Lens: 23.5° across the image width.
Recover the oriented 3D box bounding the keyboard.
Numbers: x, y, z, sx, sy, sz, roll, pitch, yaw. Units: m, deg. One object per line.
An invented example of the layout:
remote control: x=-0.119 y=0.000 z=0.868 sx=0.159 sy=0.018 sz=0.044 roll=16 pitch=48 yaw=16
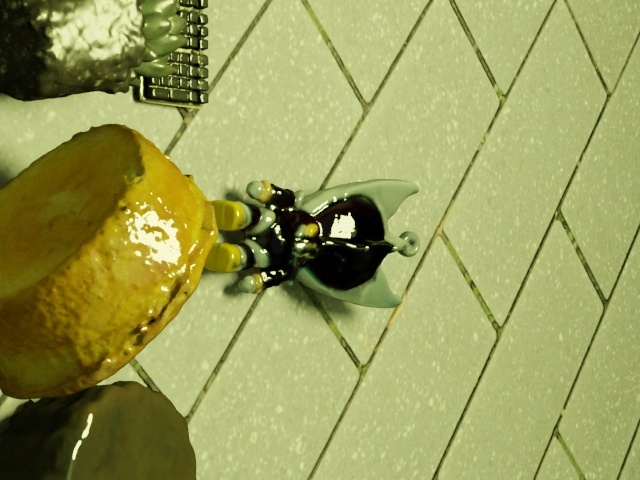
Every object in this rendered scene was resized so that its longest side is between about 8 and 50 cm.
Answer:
keyboard: x=-0.153 y=-0.301 z=1.644 sx=0.106 sy=0.027 sz=0.317 roll=0 pitch=89 yaw=-52

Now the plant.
plant: x=-0.227 y=-0.202 z=1.466 sx=0.194 sy=0.132 sz=0.129 roll=-18 pitch=108 yaw=-46

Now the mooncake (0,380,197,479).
mooncake: x=-0.222 y=0.246 z=1.482 sx=0.228 sy=0.124 sz=0.228 roll=5 pitch=84 yaw=-57

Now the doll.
doll: x=-0.001 y=0.005 z=1.783 sx=0.316 sy=0.103 sz=0.145 roll=2 pitch=73 yaw=-45

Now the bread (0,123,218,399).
bread: x=-0.214 y=0.018 z=1.389 sx=0.145 sy=0.268 sz=0.268 roll=51 pitch=52 yaw=-34
